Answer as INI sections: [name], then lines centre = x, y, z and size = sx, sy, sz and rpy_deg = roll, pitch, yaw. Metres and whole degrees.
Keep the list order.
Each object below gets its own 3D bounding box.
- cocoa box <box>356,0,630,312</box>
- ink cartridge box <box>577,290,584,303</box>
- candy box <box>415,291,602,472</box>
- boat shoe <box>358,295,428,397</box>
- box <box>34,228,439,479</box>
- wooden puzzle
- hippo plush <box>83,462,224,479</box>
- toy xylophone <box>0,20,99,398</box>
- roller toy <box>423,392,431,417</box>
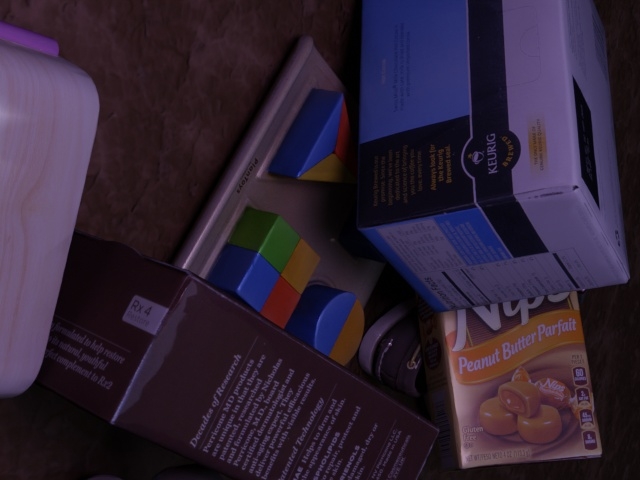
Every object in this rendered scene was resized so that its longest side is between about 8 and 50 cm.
[cocoa box]
centre = 0.185, -0.131, 1.213
size = 0.231, 0.228, 0.347
rpy_deg = 45, 41, -52
[ink cartridge box]
centre = 0.349, 0.008, 1.645
size = 0.176, 0.128, 0.127
rpy_deg = 37, 74, -74
[candy box]
centre = 0.220, 0.115, 1.359
size = 0.183, 0.087, 0.316
rpy_deg = -2, 77, -16
[boat shoe]
centre = 0.197, 0.085, 1.466
size = 0.324, 0.097, 0.116
rpy_deg = -37, 135, -23
[box]
centre = -0.079, 0.142, 1.021
size = 0.381, 0.191, 0.143
rpy_deg = 39, 75, -42
[wooden puzzle]
centre = 0.000, 0.000, 1.232
size = 0.322, 0.080, 0.348
rpy_deg = -63, 144, -17
[hippo plush]
centre = -0.137, 0.381, 1.048
size = 0.236, 0.234, 0.294
rpy_deg = 71, 32, -51
[toy xylophone]
centre = -0.276, -0.018, 0.831
size = 0.236, 0.081, 0.322
rpy_deg = 24, 83, -56
[roller toy]
centre = 0.241, 0.195, 1.592
size = 0.209, 0.146, 0.191
rpy_deg = -12, 104, -46
